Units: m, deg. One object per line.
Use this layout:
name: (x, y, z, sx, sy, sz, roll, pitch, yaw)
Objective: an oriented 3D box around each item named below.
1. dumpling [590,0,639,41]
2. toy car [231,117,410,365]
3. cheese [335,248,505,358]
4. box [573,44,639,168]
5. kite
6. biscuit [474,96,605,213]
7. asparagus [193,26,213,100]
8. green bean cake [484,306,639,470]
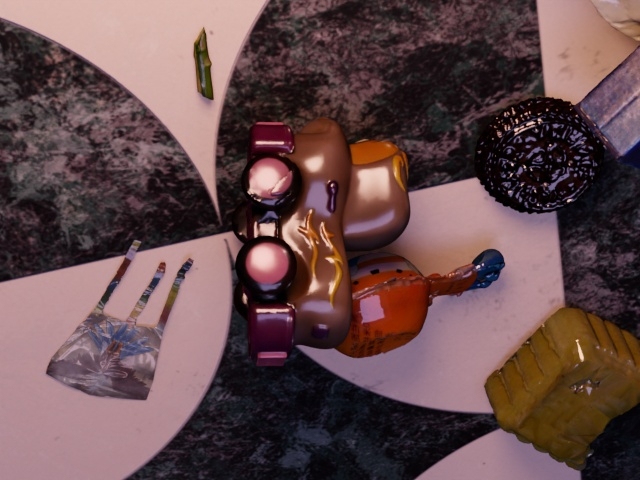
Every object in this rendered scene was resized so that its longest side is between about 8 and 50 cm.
dumpling: (0.444, -0.376, 1.675, 0.179, 0.131, 0.252, 12, 117, -5)
toy car: (0.000, 0.000, 1.753, 0.240, 0.340, 0.271, 1, 168, -5)
cheese: (0.121, 0.086, 1.935, 0.329, 0.129, 0.217, -16, 163, -13)
box: (0.516, -0.209, 1.723, 0.261, 0.116, 0.279, -44, 153, 23)
kite: (-0.309, 0.129, 1.976, 0.169, 0.015, 0.310, 15, 121, -16)
biscuit: (0.320, -0.121, 1.871, 0.195, 0.053, 0.194, -4, 125, -5)
asparagus: (-0.160, -0.239, 1.741, 0.021, 0.025, 0.108, -17, 124, -21)
green bean cake: (0.423, 0.249, 2.096, 0.233, 0.124, 0.236, 27, 116, -24)
